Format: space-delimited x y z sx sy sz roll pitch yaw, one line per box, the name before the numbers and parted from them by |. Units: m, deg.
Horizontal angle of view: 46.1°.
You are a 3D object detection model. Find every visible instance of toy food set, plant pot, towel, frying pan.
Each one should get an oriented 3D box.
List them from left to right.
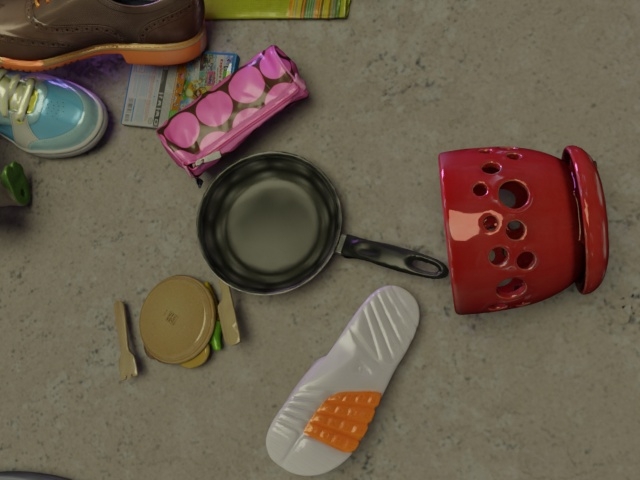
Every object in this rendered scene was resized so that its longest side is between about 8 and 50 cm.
toy food set | -0.195 0.114 1.042 0.192 0.038 0.133 -19 71 18
towel | -0.070 -0.366 1.075 0.237 0.021 0.102 4 83 17
frying pan | -0.004 -0.029 0.994 0.326 0.053 0.197 -5 75 7
plant pot | 0.227 -0.016 0.856 0.174 0.191 0.191 -6 81 12

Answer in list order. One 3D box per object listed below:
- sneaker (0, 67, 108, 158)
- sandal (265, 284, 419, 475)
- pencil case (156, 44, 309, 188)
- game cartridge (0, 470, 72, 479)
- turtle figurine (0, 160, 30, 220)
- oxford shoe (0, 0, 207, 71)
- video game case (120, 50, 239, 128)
sneaker | -0.479 -0.215 1.072 0.318 0.208 0.127 15 85 17
sandal | 0.036 0.177 0.948 0.102 0.076 0.265 37 80 1
pencil case | -0.113 -0.170 1.013 0.209 0.095 0.098 -39 32 2
game cartridge | -0.424 0.427 1.052 0.294 0.060 0.196 1 86 16
turtle figurine | -0.587 -0.089 1.094 0.266 0.198 0.275 -3 85 12
oxford shoe | -0.339 -0.320 1.019 0.363 0.133 0.130 -6 58 -11
video game case | -0.206 -0.219 1.096 0.166 0.015 0.119 8 84 17
